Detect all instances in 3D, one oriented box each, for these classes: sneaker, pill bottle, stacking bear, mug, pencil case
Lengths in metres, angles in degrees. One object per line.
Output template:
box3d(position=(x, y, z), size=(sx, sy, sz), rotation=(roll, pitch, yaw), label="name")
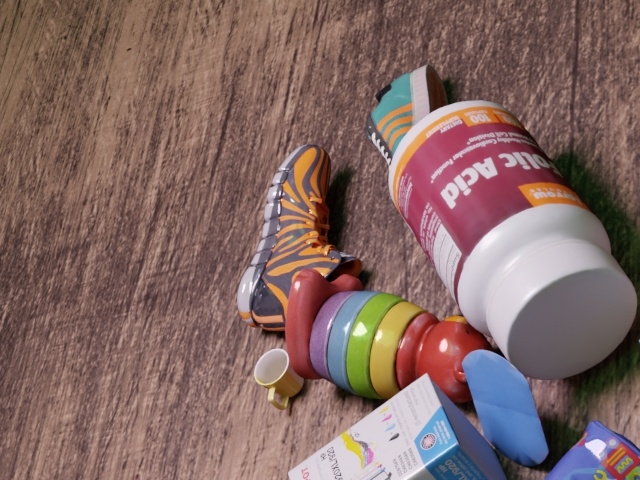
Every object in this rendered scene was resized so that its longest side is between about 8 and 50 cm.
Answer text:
box3d(position=(0.000, 0.000, 2.357), size=(0.180, 0.124, 0.321), rotation=(3, 70, 36), label="sneaker")
box3d(position=(0.260, -0.004, 2.053), size=(0.224, 0.224, 0.392), rotation=(-37, 41, 7), label="pill bottle")
box3d(position=(0.111, 0.149, 2.104), size=(0.289, 0.175, 0.164), rotation=(12, 90, 33), label="stacking bear")
box3d(position=(-0.062, 0.212, 2.253), size=(0.062, 0.064, 0.078), rotation=(21, 71, 46), label="mug")
box3d(position=(0.136, -0.152, 2.375), size=(0.121, 0.108, 0.302), rotation=(-22, 37, 25), label="sneaker")
box3d(position=(0.291, 0.364, 1.805), size=(0.306, 0.133, 0.119), rotation=(-48, -2, -5), label="pencil case")

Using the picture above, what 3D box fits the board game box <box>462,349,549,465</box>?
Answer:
box3d(position=(0.252, 0.213, 1.948), size=(0.033, 0.168, 0.133), rotation=(-28, 18, -28), label="board game box")

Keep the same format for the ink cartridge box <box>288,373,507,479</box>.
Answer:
box3d(position=(0.107, 0.329, 1.917), size=(0.233, 0.168, 0.171), rotation=(-37, 28, 9), label="ink cartridge box")

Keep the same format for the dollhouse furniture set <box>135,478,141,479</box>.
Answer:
box3d(position=(-0.189, 0.507, 2.019), size=(0.201, 0.152, 0.374), rotation=(-50, 36, -8), label="dollhouse furniture set")
